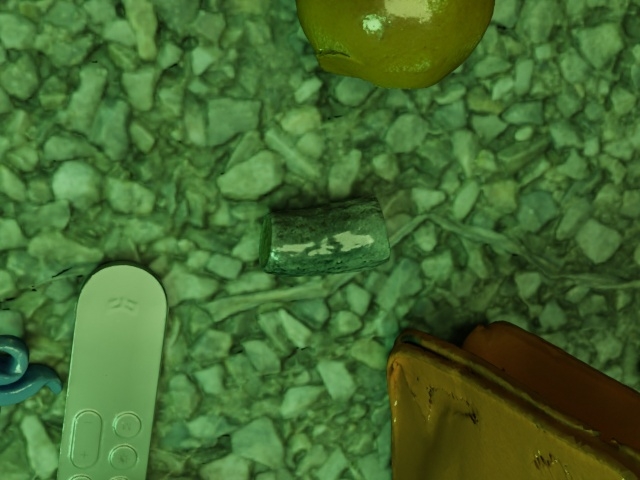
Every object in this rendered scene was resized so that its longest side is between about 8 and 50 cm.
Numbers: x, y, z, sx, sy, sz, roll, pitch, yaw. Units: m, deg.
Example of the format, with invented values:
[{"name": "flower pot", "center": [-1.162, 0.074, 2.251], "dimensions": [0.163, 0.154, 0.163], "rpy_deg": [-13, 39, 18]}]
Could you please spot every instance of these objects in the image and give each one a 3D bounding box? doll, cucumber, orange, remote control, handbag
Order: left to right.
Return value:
[{"name": "doll", "center": [-0.308, 0.109, 0.744], "dimensions": [0.205, 0.067, 0.110], "rpy_deg": [3, 111, -24]}, {"name": "remote control", "center": [-0.179, 0.137, 0.799], "dimensions": [0.077, 0.022, 0.245], "rpy_deg": [6, 101, -16]}, {"name": "cucumber", "center": [0.002, 0.000, 0.792], "dimensions": [0.112, 0.064, 0.064], "rpy_deg": [-8, 104, -8]}, {"name": "orange", "center": [0.056, -0.185, 0.721], "dimensions": [0.154, 0.155, 0.134], "rpy_deg": [-13, 146, -9]}, {"name": "handbag", "center": [0.172, 0.244, 0.701], "dimensions": [0.116, 0.410, 0.304], "rpy_deg": [-4, 102, -19]}]
